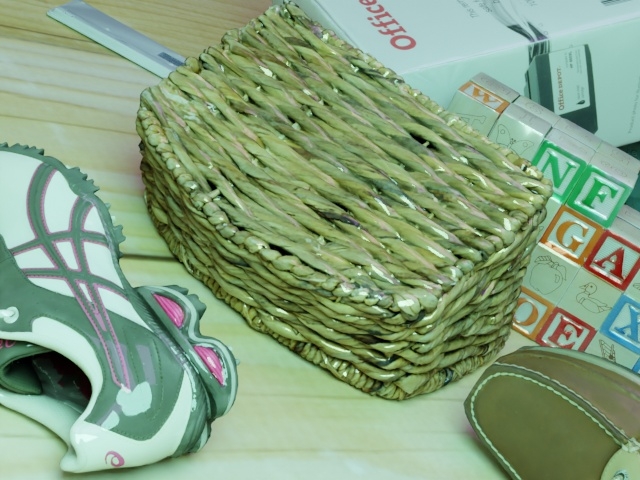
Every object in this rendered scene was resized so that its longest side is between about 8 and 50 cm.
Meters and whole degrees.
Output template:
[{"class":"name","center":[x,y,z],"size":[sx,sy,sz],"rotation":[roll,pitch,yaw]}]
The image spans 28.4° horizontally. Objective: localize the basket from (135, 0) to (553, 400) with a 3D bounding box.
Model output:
[{"class":"basket","center":[0.000,0.000,1.009],"size":[0.299,0.223,0.213],"rotation":[37,60,21]}]

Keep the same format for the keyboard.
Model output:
[{"class":"keyboard","center":[-0.158,-0.182,1.302],"size":[0.256,0.014,0.072],"rotation":[29,20,5]}]

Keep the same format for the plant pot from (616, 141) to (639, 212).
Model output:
[{"class":"plant pot","center":[0.446,-0.117,1.505],"size":[0.252,0.247,0.247],"rotation":[-20,51,-37]}]

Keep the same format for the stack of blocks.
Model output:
[{"class":"stack of blocks","center":[0.222,0.000,1.130],"size":[0.297,0.171,0.087],"rotation":[32,26,9]}]

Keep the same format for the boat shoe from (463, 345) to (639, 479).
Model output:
[{"class":"boat shoe","center":[0.227,0.192,0.831],"size":[0.324,0.122,0.120],"rotation":[38,30,23]}]

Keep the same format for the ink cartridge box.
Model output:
[{"class":"ink cartridge box","center":[0.177,-0.213,1.327],"size":[0.395,0.166,0.285],"rotation":[-15,40,-17]}]

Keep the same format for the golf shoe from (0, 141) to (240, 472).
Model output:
[{"class":"golf shoe","center":[-0.172,0.032,0.775],"size":[0.273,0.105,0.120],"rotation":[40,35,27]}]
